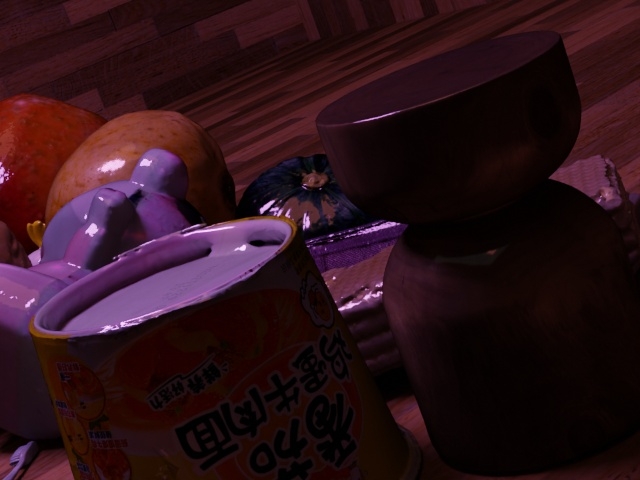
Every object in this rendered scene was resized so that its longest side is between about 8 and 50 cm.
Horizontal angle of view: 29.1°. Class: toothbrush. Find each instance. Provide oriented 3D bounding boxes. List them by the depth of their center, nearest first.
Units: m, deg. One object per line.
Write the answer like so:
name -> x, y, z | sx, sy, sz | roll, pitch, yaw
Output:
toothbrush -> -0.298, 0.234, 1.101 | 0.019, 0.016, 0.219 | -19, 15, 12

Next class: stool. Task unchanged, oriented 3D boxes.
stool -> 0.122, 0.007, 0.871 | 0.179, 0.264, 0.179 | -20, 14, 5

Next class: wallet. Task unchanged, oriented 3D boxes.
wallet -> 0.048, 0.038, 1.169 | 0.165, 0.111, 0.030 | -16, -9, 22

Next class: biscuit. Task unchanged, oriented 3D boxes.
biscuit -> 0.067, 0.051, 1.065 | 0.426, 0.079, 0.144 | -24, 13, 15

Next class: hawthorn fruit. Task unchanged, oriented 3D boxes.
hawthorn fruit -> -0.452, -0.055, 1.832 | 0.284, 0.285, 0.369 | -8, 23, 38

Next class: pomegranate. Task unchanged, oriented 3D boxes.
pomegranate -> -0.224, -0.040, 1.554 | 0.260, 0.260, 0.260 | -19, 15, 5

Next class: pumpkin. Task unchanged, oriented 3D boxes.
pumpkin -> -0.001, -0.010, 1.298 | 0.194, 0.150, 0.194 | 5, 17, -2

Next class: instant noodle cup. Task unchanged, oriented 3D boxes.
instant noodle cup -> -0.080, 0.111, 0.894 | 0.264, 0.200, 0.264 | -18, 16, 5

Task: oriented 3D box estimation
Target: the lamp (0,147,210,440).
lamp -> -0.207, 0.066, 1.273 | 0.247, 0.247, 0.301 | 18, 37, 17

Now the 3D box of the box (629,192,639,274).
box -> 0.189, 0.013, 1.176 | 0.243, 0.055, 0.103 | -11, 17, 32

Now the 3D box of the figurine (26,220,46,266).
figurine -> -0.424, 0.057, 1.687 | 0.178, 0.130, 0.109 | -21, -1, 6

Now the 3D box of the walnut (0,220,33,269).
walnut -> -0.400, 0.048, 1.333 | 0.204, 0.238, 0.141 | -25, -23, -32
